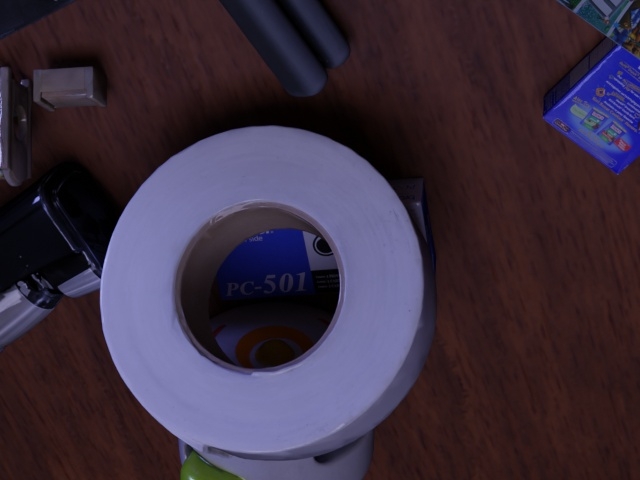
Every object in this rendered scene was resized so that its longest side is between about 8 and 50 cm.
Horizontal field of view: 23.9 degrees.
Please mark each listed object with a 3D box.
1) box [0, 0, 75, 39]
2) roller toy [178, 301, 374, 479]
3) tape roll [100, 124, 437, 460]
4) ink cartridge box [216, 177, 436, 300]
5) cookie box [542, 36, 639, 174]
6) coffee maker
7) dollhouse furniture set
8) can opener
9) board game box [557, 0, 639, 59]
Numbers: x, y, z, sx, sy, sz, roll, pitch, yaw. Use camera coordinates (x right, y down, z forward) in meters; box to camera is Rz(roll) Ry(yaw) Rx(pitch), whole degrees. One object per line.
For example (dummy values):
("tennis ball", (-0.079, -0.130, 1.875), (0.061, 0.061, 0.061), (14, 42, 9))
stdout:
("box", (-0.278, -0.266, 1.260), (0.190, 0.045, 0.184), (-21, 118, 22))
("roller toy", (-0.043, 0.154, 1.449), (0.191, 0.209, 0.146), (-3, 125, -6))
("tape roll", (-0.044, 0.049, 1.312), (0.286, 0.286, 0.100), (-4, 168, 10))
("ink cartridge box", (0.000, 0.000, 1.418), (0.207, 0.046, 0.097), (-5, 125, 11))
("cookie box", (0.259, -0.123, 1.295), (0.092, 0.040, 0.107), (35, 123, -17))
("coffee maker", (-0.291, 0.006, 1.409), (0.178, 0.120, 0.171), (-32, 125, 21))
("dollhouse furniture set", (-0.294, -0.104, 1.293), (0.181, 0.161, 0.101), (-2, 82, 10))
("can opener", (-0.080, -0.239, 1.249), (0.280, 0.074, 0.093), (49, 152, -23))
("board game box", (0.236, -0.290, 1.143), (0.303, 0.097, 0.224), (32, 124, -16))
